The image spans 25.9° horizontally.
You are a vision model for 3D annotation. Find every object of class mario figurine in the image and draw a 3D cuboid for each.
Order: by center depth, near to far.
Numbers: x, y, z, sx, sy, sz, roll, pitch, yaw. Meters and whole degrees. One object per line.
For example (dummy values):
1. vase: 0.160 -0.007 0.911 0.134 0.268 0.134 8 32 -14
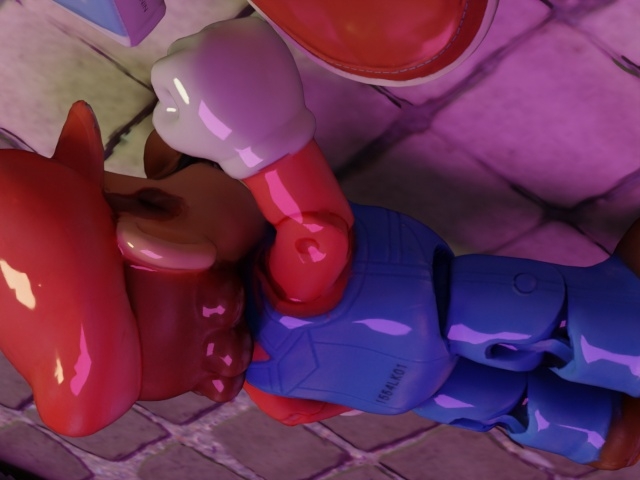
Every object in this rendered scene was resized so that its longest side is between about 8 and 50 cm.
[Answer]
1. mario figurine: 0.000 0.000 0.616 0.321 0.170 0.198 10 107 -9

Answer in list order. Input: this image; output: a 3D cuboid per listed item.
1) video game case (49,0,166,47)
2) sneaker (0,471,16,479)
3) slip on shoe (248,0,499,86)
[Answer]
1. video game case: -0.150 -0.163 0.410 0.212 0.023 0.193 31 161 23
2. sneaker: -0.301 0.199 0.932 0.319 0.131 0.112 26 141 -12
3. slip on shoe: -0.045 -0.158 0.415 0.123 0.101 0.331 -11 136 29
